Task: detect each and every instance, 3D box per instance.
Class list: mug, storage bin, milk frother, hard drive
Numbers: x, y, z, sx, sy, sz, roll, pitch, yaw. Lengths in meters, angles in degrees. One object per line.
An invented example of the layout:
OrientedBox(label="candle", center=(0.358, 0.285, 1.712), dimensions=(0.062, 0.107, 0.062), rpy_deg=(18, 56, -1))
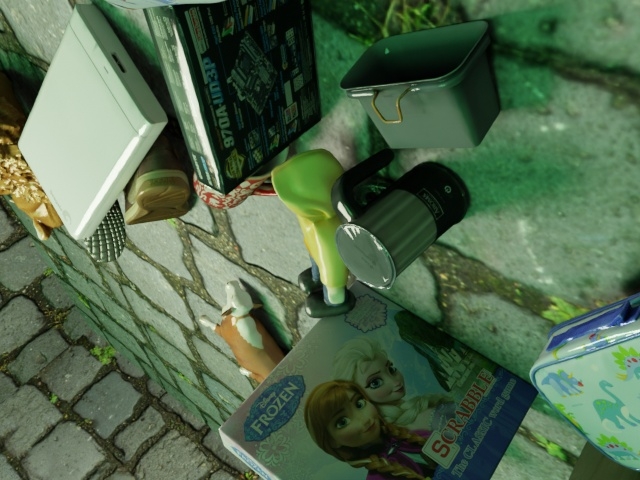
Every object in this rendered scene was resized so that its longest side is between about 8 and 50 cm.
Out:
OrientedBox(label="mug", center=(-0.114, -0.099, 0.796), dimensions=(0.150, 0.113, 0.169), rpy_deg=(50, 153, -4))
OrientedBox(label="storage bin", center=(0.098, -0.133, 0.517), dimensions=(0.135, 0.098, 0.091), rpy_deg=(8, 144, 46))
OrientedBox(label="milk frother", center=(0.070, -0.018, 0.637), dimensions=(0.129, 0.134, 0.143), rpy_deg=(44, 150, 15))
OrientedBox(label="hard drive", center=(-0.410, -0.186, 0.950), dimensions=(0.353, 0.047, 0.233), rpy_deg=(-39, 81, 40))

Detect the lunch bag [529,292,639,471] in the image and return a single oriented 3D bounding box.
OrientedBox(label="lunch bag", center=(0.333, 0.139, 0.549), dimensions=(0.176, 0.090, 0.219), rpy_deg=(42, 150, 5))

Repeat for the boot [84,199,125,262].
OrientedBox(label="boot", center=(-0.449, -0.089, 1.157), dimensions=(0.161, 0.083, 0.247), rpy_deg=(-121, 25, -74))

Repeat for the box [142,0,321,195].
OrientedBox(label="box", center=(-0.079, -0.183, 0.583), dimensions=(0.051, 0.175, 0.220), rpy_deg=(28, 146, 29))

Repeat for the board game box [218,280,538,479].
OrientedBox(label="board game box", center=(0.084, 0.247, 0.761), dimensions=(0.317, 0.318, 0.066), rpy_deg=(29, 145, 24))

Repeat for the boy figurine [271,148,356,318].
OrientedBox(label="boy figurine", center=(0.000, 0.000, 0.743), dimensions=(0.285, 0.092, 0.177), rpy_deg=(79, 176, -54))

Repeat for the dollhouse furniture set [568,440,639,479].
OrientedBox(label="dollhouse furniture set", center=(0.479, 0.458, 0.590), dimensions=(0.394, 0.256, 0.362), rpy_deg=(7, 132, 47))

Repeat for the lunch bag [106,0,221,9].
OrientedBox(label="lunch bag", center=(-0.105, -0.323, 0.374), dimensions=(0.243, 0.114, 0.304), rpy_deg=(17, 96, 43))

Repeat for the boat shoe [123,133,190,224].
OrientedBox(label="boat shoe", center=(-0.323, -0.112, 1.056), dimensions=(0.342, 0.123, 0.123), rpy_deg=(153, 105, -69))

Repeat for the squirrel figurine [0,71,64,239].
OrientedBox(label="squirrel figurine", center=(-0.708, -0.170, 1.291), dimensions=(0.396, 0.281, 0.371), rpy_deg=(14, 144, 46))

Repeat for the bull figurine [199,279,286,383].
OrientedBox(label="bull figurine", center=(-0.170, 0.225, 1.265), dimensions=(0.188, 0.101, 0.311), rpy_deg=(7, 131, 52))
